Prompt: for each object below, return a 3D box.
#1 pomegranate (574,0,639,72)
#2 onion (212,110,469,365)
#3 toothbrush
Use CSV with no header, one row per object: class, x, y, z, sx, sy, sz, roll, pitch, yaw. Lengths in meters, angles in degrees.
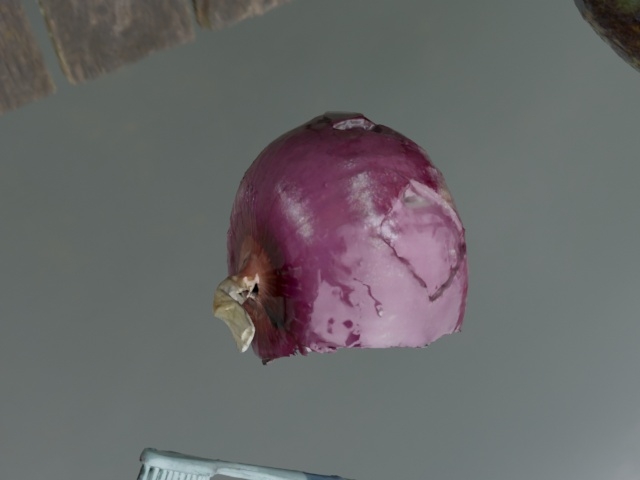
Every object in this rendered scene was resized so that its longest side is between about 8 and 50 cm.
pomegranate,0.342,-0.282,1.032,0.285,0.285,0.341,-23,-172,-13
onion,0.014,-0.001,0.805,0.200,0.200,0.207,-31,171,-1
toothbrush,0.005,0.113,0.479,0.219,0.016,0.019,21,86,-46
